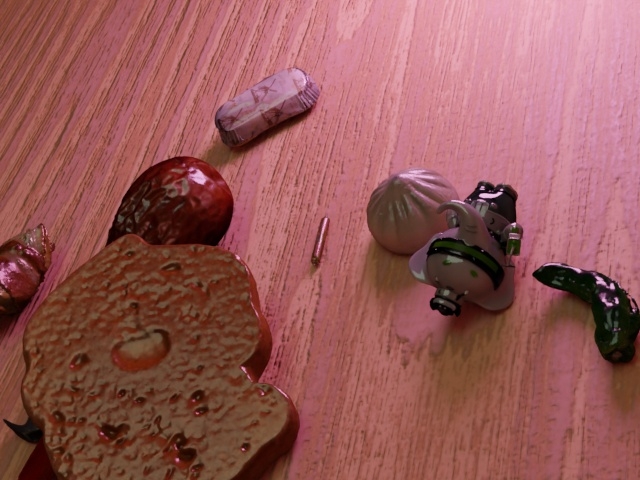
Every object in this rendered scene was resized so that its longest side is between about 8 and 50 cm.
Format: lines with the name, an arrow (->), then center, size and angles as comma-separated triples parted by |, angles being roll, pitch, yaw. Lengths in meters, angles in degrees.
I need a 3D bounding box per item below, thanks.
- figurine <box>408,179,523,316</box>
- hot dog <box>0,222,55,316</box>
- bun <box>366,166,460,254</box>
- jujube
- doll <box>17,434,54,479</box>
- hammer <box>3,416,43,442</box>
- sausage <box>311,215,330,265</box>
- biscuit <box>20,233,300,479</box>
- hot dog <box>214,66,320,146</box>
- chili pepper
figurine -> 0.193, 0.012, 1.462 | 0.147, 0.126, 0.192 | 17, 70, 23
hot dog -> -0.523, 0.065, 1.925 | 0.146, 0.103, 0.213 | -19, 25, 52
bun -> 0.122, -0.054, 1.602 | 0.138, 0.094, 0.138 | -17, 44, 17
jujube -> -0.246, -0.023, 1.791 | 0.236, 0.168, 0.168 | -44, 37, 10
doll -> -0.402, 0.394, 1.487 | 0.188, 0.099, 0.384 | 0, 45, 35
hammer -> -0.422, 0.193, 1.763 | 0.111, 0.033, 0.287 | -22, 38, 12
sausage -> 0.000, 0.000, 1.690 | 0.015, 0.015, 0.100 | -11, 42, 26
biscuit -> -0.229, 0.177, 1.533 | 0.350, 0.078, 0.455 | -18, 53, -2
hot dog -> -0.094, -0.232, 1.975 | 0.191, 0.059, 0.108 | -27, 51, 1
chili pepper -> 0.325, 0.072, 1.356 | 0.073, 0.050, 0.182 | -38, 35, 4
